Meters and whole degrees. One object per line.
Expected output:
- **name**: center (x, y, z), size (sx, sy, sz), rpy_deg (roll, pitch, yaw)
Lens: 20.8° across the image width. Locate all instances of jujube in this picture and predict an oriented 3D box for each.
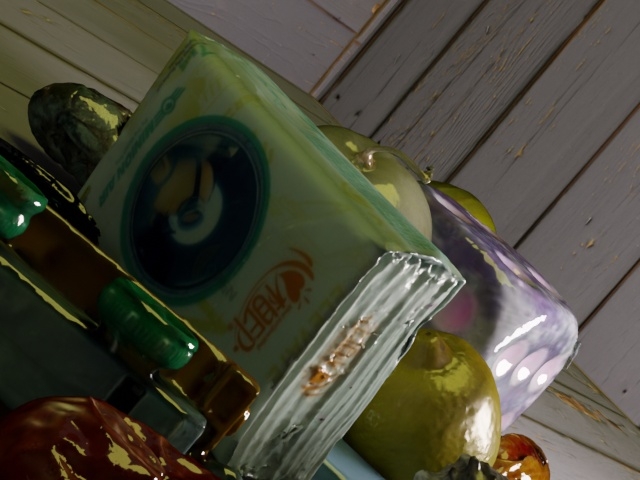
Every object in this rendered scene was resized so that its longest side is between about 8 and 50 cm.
- **jujube**: center (-0.119, 0.211, 0.984), size (0.232, 0.213, 0.213), rpy_deg (35, 10, -5)

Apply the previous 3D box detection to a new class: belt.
- **belt**: center (-0.308, -0.032, 1.687), size (0.198, 0.078, 0.151), rpy_deg (38, 14, -32)

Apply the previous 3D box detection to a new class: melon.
- **melon**: center (-0.006, 0.013, 1.972), size (0.271, 0.308, 0.272), rpy_deg (20, 11, -4)

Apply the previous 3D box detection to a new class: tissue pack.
- **tissue pack**: center (-0.077, 0.016, 1.750), size (0.162, 0.287, 0.388), rpy_deg (20, 21, -48)

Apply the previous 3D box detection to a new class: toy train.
- **toy train**: center (-0.225, 0.061, 1.325), size (0.429, 0.178, 0.249), rpy_deg (41, 0, -3)

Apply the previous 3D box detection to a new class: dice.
- **dice**: center (0.142, 0.108, 2.217), size (0.271, 0.270, 0.270), rpy_deg (46, 11, 26)

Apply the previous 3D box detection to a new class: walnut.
- **walnut**: center (0.231, 0.298, 2.188), size (0.116, 0.116, 0.207), rpy_deg (43, 13, 16)

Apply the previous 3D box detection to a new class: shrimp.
- **shrimp**: center (-0.204, -0.052, 2.089), size (0.372, 0.137, 0.172), rpy_deg (33, 46, 0)

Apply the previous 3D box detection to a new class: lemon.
- **lemon**: center (0.112, 0.204, 1.928), size (0.184, 0.184, 0.248), rpy_deg (-127, -158, -53)

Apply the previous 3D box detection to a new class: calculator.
- **calculator**: center (0.038, 0.261, 1.813), size (0.210, 0.039, 0.121), rpy_deg (42, 11, 5)

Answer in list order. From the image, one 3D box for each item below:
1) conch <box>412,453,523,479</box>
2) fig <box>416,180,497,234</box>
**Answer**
- **conch**: center (0.183, 0.333, 1.717), size (0.313, 0.186, 0.240), rpy_deg (35, -1, -30)
- **fig**: center (0.167, 0.016, 2.896), size (0.271, 0.239, 0.239), rpy_deg (3, 35, -45)
